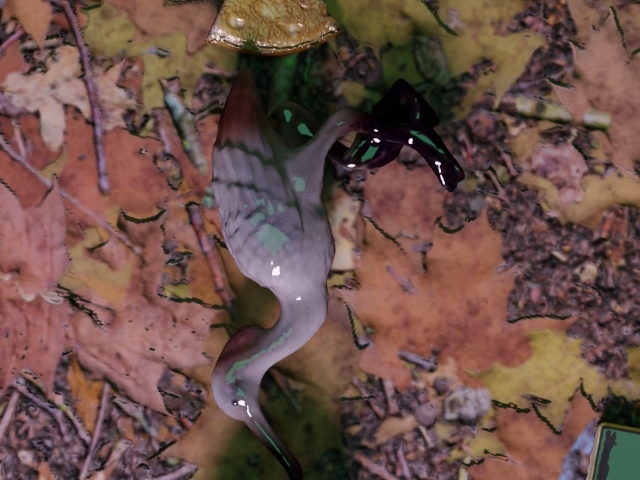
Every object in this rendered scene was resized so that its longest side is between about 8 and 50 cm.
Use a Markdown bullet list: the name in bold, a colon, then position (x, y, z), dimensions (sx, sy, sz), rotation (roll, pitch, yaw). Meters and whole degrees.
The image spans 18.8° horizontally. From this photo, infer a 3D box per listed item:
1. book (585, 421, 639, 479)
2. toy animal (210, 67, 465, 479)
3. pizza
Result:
- **book**: position (0.378, 0.303, 1.520), dimensions (0.374, 0.028, 0.262), rotation (10, 83, -1)
- **toy animal**: position (-0.026, 0.001, 1.501), dimensions (0.195, 0.090, 0.324), rotation (28, 82, 1)
- **pizza**: position (-0.031, -0.183, 1.554), dimensions (0.099, 0.029, 0.100), rotation (26, 87, -7)
